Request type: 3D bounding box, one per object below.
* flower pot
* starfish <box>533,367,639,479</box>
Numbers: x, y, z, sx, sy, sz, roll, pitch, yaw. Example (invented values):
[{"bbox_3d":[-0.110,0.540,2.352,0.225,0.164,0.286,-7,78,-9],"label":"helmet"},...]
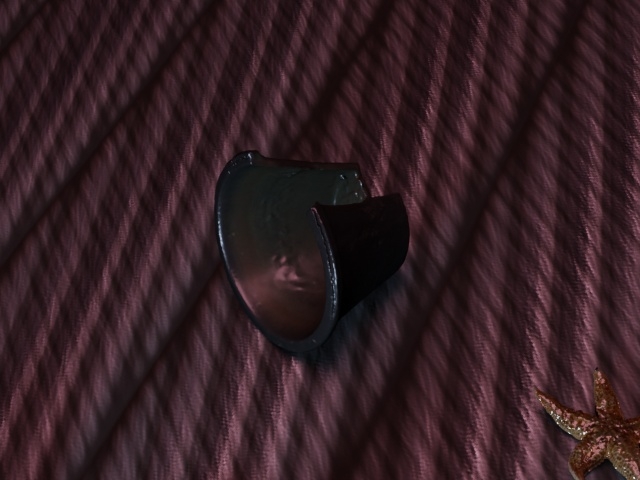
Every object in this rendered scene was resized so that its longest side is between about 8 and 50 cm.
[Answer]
[{"bbox_3d":[0.000,0.000,2.223,0.251,0.379,0.379,-19,43,-35],"label":"flower pot"},{"bbox_3d":[0.476,0.310,1.973,0.236,0.062,0.277,-37,49,-22],"label":"starfish"}]
